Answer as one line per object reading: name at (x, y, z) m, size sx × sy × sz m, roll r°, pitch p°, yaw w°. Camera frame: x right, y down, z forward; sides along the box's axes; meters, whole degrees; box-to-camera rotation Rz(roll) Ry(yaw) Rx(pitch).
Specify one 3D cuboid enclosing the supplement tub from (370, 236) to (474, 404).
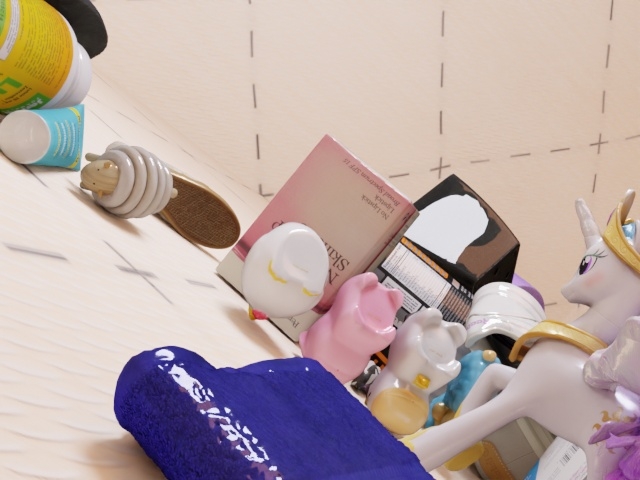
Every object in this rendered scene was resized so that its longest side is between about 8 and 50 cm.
supplement tub at (0.120, 0.115, 1.299) m, size 0.316 × 0.193 × 0.193 m, roll 40°, pitch 3°, yaw 2°

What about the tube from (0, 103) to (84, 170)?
tube at (-0.290, -0.112, 0.947) m, size 0.052 × 0.080 × 0.207 m, roll 10°, pitch 7°, yaw -2°

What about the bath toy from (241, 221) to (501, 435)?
bath toy at (0.044, 0.119, 1.026) m, size 0.348 × 0.151 × 0.129 m, roll 36°, pitch -33°, yaw -16°

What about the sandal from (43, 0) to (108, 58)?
sandal at (-0.437, -0.284, 1.118) m, size 0.445 × 0.167 × 0.107 m, roll 14°, pitch 50°, yaw -66°

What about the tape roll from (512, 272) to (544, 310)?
tape roll at (0.285, 0.175, 1.605) m, size 0.090 × 0.275 × 0.275 m, roll 43°, pitch 5°, yaw 41°

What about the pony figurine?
pony figurine at (0.259, 0.158, 0.751) m, size 0.303 × 0.363 × 0.351 m, roll 37°, pitch 4°, yaw -47°

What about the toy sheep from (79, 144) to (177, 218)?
toy sheep at (-0.212, -0.065, 0.974) m, size 0.091 × 0.091 × 0.132 m, roll 42°, pitch 22°, yaw 31°

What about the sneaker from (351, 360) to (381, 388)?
sneaker at (0.073, 0.187, 1.140) m, size 0.044 × 0.040 × 0.109 m, roll 43°, pitch 5°, yaw 20°

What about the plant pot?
plant pot at (0.220, 0.036, 1.431) m, size 0.167 × 0.187 × 0.188 m, roll 33°, pitch -36°, yaw 30°

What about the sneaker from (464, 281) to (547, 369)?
sneaker at (0.303, 0.197, 1.141) m, size 0.305 × 0.114 × 0.152 m, roll 41°, pitch 33°, yaw 3°

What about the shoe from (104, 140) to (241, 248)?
shoe at (-0.199, -0.064, 1.174) m, size 0.219 × 0.076 × 0.058 m, roll 36°, pitch 9°, yaw -25°

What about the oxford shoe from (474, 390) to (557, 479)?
oxford shoe at (0.290, 0.285, 1.380) m, size 0.169 × 0.130 × 0.449 m, roll 55°, pitch 8°, yaw 4°

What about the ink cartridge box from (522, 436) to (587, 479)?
ink cartridge box at (0.338, 0.332, 0.980) m, size 0.168 × 0.171 × 0.233 m, roll 38°, pitch 4°, yaw -1°

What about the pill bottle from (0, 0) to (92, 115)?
pill bottle at (-0.348, -0.211, 0.936) m, size 0.136 × 0.136 × 0.245 m, roll 40°, pitch 3°, yaw 13°

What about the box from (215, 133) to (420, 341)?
box at (0.000, 0.000, 1.147) m, size 0.148 × 0.232 × 0.127 m, roll 40°, pitch 4°, yaw 11°

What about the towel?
towel at (0.032, 0.186, 0.489) m, size 0.308 × 0.076 × 0.227 m, roll 42°, pitch 11°, yaw 27°
